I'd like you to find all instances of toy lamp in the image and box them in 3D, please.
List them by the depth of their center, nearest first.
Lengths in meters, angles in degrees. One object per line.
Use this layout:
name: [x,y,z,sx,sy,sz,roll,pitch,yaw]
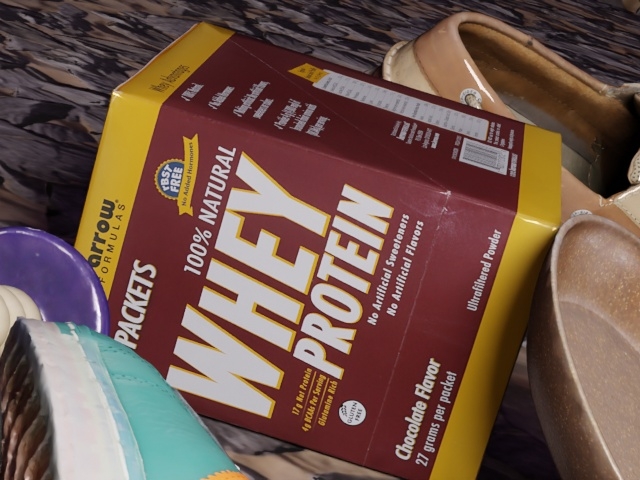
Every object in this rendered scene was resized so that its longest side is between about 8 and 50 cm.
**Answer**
toy lamp: [-0.127,0.026,0.665,0.080,0.080,0.274,19,-4,6]

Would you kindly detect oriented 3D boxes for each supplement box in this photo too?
supplement box: [0.000,0.000,0.884,0.194,0.129,0.191,17,17,2]

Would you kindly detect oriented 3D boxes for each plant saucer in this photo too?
plant saucer: [0.138,0.083,0.767,0.198,0.036,0.198,42,30,-31]

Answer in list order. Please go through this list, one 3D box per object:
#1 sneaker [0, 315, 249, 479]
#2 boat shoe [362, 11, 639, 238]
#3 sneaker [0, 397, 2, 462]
sneaker: [-0.016,0.123,0.480,0.121,0.108,0.302,10,25,-26]
boat shoe: [0.166,-0.021,1.033,0.324,0.116,0.123,23,45,-21]
sneaker: [-0.189,0.101,0.386,0.178,0.123,0.295,2,31,8]
